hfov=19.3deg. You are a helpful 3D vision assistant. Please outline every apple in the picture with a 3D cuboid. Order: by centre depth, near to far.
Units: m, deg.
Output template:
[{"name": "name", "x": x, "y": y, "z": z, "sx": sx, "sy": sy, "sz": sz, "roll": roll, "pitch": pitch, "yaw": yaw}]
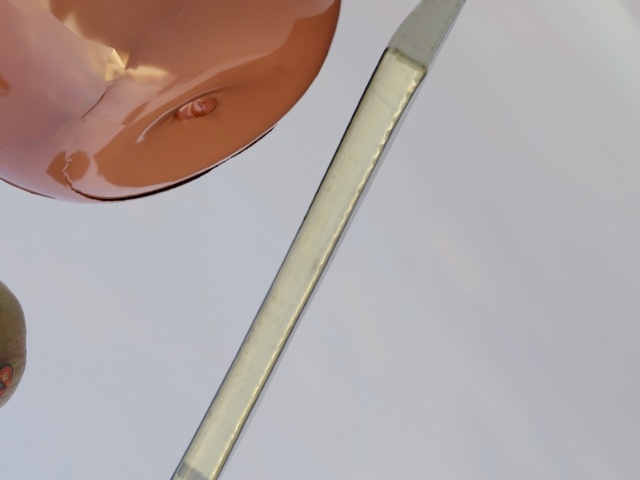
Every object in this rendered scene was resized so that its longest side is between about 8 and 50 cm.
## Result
[{"name": "apple", "x": -0.293, "y": 0.083, "z": 1.485, "sx": 0.102, "sy": 0.126, "sz": 0.126, "roll": -3, "pitch": -128, "yaw": -42}]

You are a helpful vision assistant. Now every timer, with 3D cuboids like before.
[{"name": "timer", "x": -0.106, "y": -0.139, "z": 0.896, "sx": 0.215, "sy": 0.230, "sz": 0.230, "roll": 60, "pitch": -162, "yaw": 16}]

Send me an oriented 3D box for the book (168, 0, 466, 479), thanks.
[{"name": "book", "x": 0.000, "y": 0.000, "z": 0.991, "sx": 0.025, "sy": 0.269, "sz": 0.191, "roll": 27, "pitch": -160, "yaw": 2}]
